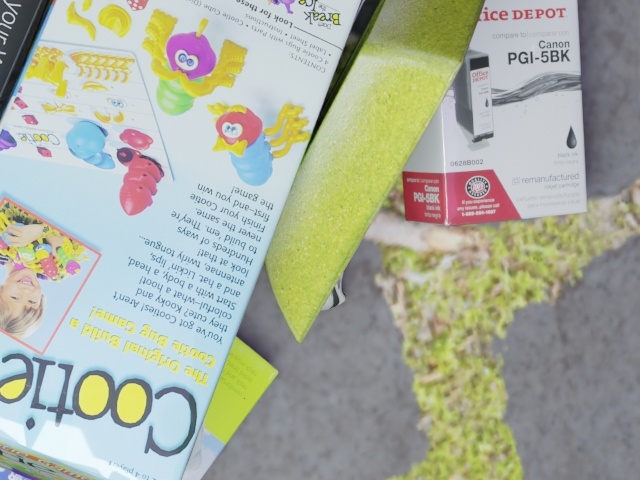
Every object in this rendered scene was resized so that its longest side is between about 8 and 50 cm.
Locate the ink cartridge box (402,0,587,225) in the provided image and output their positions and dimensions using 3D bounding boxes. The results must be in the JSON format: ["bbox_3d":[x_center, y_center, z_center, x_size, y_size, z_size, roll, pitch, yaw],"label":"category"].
[{"bbox_3d":[0.101,-0.080,1.098,0.099,0.056,0.135,-6,96,-23],"label":"ink cartridge box"}]

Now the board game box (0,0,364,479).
[{"bbox_3d":[-0.103,-0.017,0.932,0.144,0.142,0.275,24,74,-11],"label":"board game box"}]

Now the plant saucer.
[{"bbox_3d":[0.028,-0.070,0.971,0.045,0.188,0.188,28,125,-3],"label":"plant saucer"}]

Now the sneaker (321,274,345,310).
[{"bbox_3d":[0.000,0.000,1.076,0.037,0.032,0.083,-1,98,-38],"label":"sneaker"}]

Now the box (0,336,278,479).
[{"bbox_3d":[-0.119,0.110,1.020,0.109,0.042,0.178,41,76,-20],"label":"box"}]

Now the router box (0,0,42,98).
[{"bbox_3d":[-0.241,-0.198,0.915,0.243,0.081,0.309,27,77,-23],"label":"router box"}]
